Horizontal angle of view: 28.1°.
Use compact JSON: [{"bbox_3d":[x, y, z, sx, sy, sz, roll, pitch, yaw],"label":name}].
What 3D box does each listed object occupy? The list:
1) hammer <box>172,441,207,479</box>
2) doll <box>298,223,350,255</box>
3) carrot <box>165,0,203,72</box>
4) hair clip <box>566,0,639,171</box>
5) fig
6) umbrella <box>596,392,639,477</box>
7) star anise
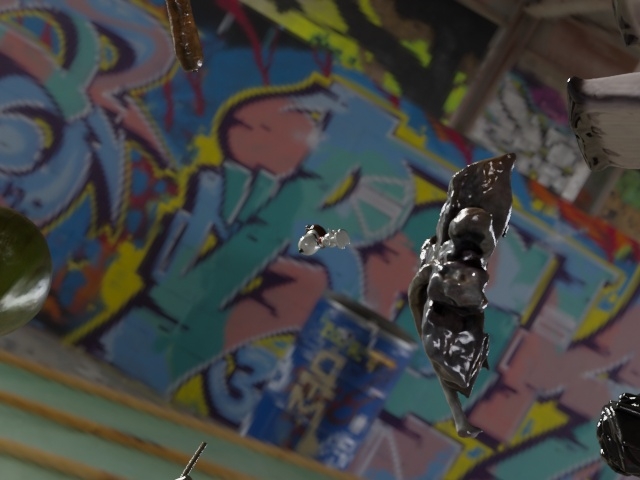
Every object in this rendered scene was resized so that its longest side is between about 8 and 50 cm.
[{"bbox_3d":[-0.145,0.253,1.421,0.019,0.035,0.110,64,20,-11],"label":"hammer"},{"bbox_3d":[0.005,-0.004,1.842,0.040,0.085,0.058,61,33,-17],"label":"doll"},{"bbox_3d":[-0.177,-0.290,1.597,0.036,0.165,0.035,-11,11,2],"label":"carrot"},{"bbox_3d":[0.289,-0.081,0.617,0.331,0.101,0.085,8,-31,31],"label":"hair clip"},{"bbox_3d":[-0.373,0.057,1.321,0.151,0.151,0.259,30,24,-4],"label":"fig"},{"bbox_3d":[0.499,0.236,1.506,0.340,0.118,0.118,-1,-6,14],"label":"umbrella"},{"bbox_3d":[0.122,0.045,1.136,0.081,0.262,0.230,7,12,-3],"label":"star anise"}]
